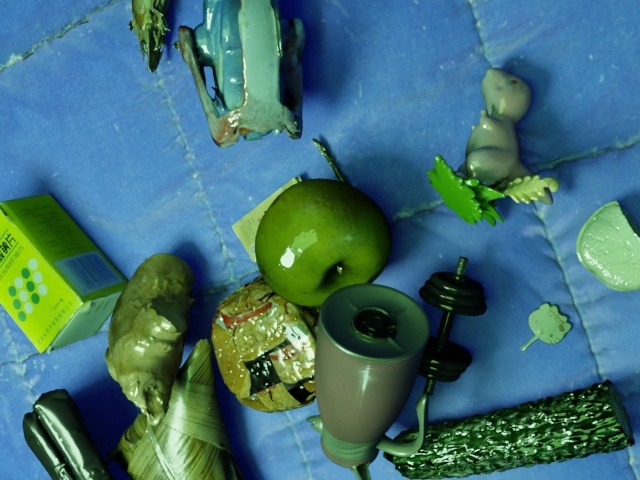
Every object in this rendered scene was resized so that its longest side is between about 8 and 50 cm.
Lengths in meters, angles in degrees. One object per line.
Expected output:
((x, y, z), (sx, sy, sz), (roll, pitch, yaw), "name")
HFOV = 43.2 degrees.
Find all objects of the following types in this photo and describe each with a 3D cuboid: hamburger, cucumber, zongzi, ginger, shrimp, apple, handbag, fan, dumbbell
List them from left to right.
((-0.427, 0.382, 1.392), (0.244, 0.088, 0.275), (57, 151, 5), "handbag")
((-0.280, 0.167, 1.288), (0.123, 0.270, 0.219), (27, 133, -22), "ginger")
((-0.230, -0.416, 1.278), (0.169, 0.058, 0.295), (-1, 94, 22), "shrimp")
((-0.174, 0.337, 1.315), (0.286, 0.134, 0.288), (40, 111, 12), "zongzi")
((-0.070, 0.158, 1.262), (0.231, 0.107, 0.230), (8, 107, 27), "hamburger")
((0.000, 0.000, 1.160), (0.196, 0.196, 0.157), (-53, 44, 21), "apple")
((0.177, 0.123, 1.146), (0.099, 0.099, 0.208), (18, 104, 21), "dumbbell")
((0.248, 0.284, 1.140), (0.360, 0.096, 0.096), (-21, 89, 25), "cucumber")
((0.311, 0.127, 1.139), (0.056, 0.004, 0.083), (47, 113, 11), "fan")
((0.388, 0.015, 1.065), (0.084, 0.054, 0.121), (-35, 80, 28), "hamburger")

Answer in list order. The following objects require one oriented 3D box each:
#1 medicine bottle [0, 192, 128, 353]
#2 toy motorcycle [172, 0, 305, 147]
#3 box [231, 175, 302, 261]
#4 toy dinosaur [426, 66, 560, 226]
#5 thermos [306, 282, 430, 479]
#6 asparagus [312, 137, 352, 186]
((-0.475, 0.051, 1.407), (0.250, 0.141, 0.137), (47, 116, 12), "medicine bottle")
((-0.089, -0.298, 1.157), (0.241, 0.182, 0.318), (-2, 98, 52), "toy motorcycle")
((-0.068, -0.033, 1.276), (0.149, 0.020, 0.073), (-35, 82, 24), "box")
((0.240, -0.114, 1.092), (0.177, 0.152, 0.194), (-37, 73, -5), "toy dinosaur")
((0.069, 0.209, 1.121), (0.177, 0.146, 0.265), (18, 128, 16), "thermos")
((0.038, -0.092, 1.225), (0.162, 0.016, 0.016), (53, 140, 9), "asparagus")
